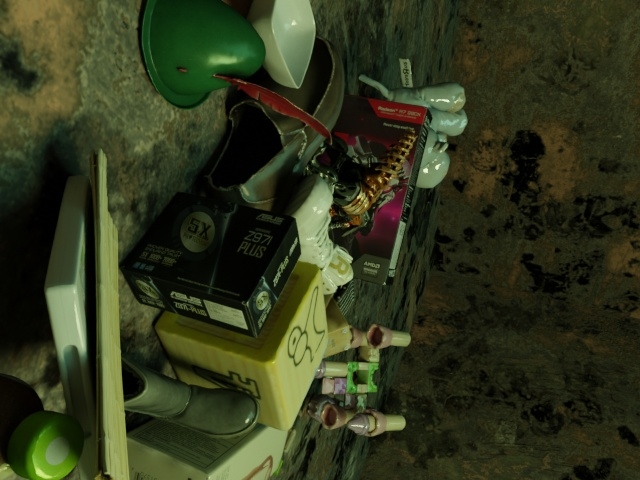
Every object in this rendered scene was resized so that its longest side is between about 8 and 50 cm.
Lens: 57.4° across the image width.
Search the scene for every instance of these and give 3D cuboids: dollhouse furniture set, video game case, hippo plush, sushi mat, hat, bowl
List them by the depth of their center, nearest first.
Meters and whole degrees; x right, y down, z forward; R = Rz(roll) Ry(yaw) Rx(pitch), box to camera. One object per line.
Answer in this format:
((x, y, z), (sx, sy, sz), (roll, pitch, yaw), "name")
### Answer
((-0.199, 0.079, 0.550), (0.151, 0.019, 0.316), (107, -27, -54), "sushi mat")
((-0.227, 0.073, 0.565), (0.227, 0.026, 0.206), (-123, -148, -57), "video game case")
((-0.085, -0.234, 0.725), (0.208, 0.183, 0.173), (-1, 104, -71), "hat")
((-0.057, -0.307, 0.833), (0.142, 0.053, 0.142), (64, 36, -58), "bowl")
((-0.117, 0.490, 1.341), (0.058, 0.076, 0.151), (99, 15, -56), "dollhouse furniture set")
((0.262, -0.268, 1.431), (0.294, 0.234, 0.236), (59, 17, -45), "hippo plush")

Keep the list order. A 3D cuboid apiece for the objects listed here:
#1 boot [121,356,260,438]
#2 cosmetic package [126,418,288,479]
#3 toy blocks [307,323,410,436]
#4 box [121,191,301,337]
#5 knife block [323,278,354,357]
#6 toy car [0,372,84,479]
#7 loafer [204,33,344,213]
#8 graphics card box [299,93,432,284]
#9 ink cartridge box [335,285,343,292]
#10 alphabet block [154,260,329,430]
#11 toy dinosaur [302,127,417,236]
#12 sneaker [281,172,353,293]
((-0.187, 0.198, 0.749), (0.208, 0.190, 0.076), (79, 14, -60), "boot")
((-0.175, 0.340, 0.926), (0.296, 0.153, 0.129), (-6, 111, -69), "cosmetic package")
((0.041, 0.361, 1.561), (0.260, 0.309, 0.288), (13, 78, -40), "toy blocks")
((-0.136, 0.027, 0.764), (0.077, 0.180, 0.147), (83, 28, -48), "box")
((-0.040, 0.157, 1.338), (0.276, 0.242, 0.088), (-20, 136, -13), "knife block")
((-0.291, 0.101, 0.430), (0.149, 0.155, 0.188), (-30, 116, -57), "toy car")
((-0.064, -0.185, 0.904), (0.130, 0.134, 0.366), (61, 46, -64), "loafer")
((0.076, -0.110, 1.216), (0.094, 0.233, 0.371), (9, 95, -73), "graphics card box")
((0.072, 0.106, 1.663), (0.179, 0.045, 0.145), (-45, 145, -53), "ink cartridge box")
((-0.109, 0.147, 0.913), (0.197, 0.193, 0.192), (85, 24, -45), "alphabet block")
((0.032, -0.114, 1.071), (0.322, 0.218, 0.164), (-40, -157, 16), "toy dinosaur")
((0.000, 0.000, 0.970), (0.108, 0.169, 0.292), (-59, -172, -22), "sneaker")
